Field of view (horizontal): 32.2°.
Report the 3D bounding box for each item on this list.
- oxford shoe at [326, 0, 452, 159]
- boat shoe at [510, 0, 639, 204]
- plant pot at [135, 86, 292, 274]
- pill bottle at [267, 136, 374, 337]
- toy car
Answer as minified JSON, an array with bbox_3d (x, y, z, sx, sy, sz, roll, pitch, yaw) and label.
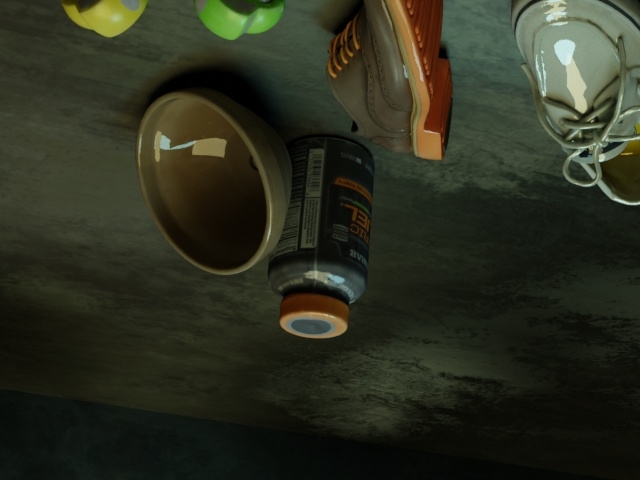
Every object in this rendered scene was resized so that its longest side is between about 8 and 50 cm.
[{"bbox_3d":[0.063,-0.192,1.178,0.133,0.130,0.363,6,155,13],"label":"oxford shoe"},{"bbox_3d":[0.300,-0.137,1.208,0.136,0.156,0.367,-8,152,24],"label":"boat shoe"},{"bbox_3d":[-0.115,-0.085,1.389,0.110,0.237,0.237,-29,-178,-43],"label":"plant pot"},{"bbox_3d":[0.000,0.000,1.441,0.131,0.245,0.130,4,155,2],"label":"pill bottle"},{"bbox_3d":[-0.145,-0.258,1.154,0.225,0.053,0.239,15,153,-20],"label":"toy car"}]
